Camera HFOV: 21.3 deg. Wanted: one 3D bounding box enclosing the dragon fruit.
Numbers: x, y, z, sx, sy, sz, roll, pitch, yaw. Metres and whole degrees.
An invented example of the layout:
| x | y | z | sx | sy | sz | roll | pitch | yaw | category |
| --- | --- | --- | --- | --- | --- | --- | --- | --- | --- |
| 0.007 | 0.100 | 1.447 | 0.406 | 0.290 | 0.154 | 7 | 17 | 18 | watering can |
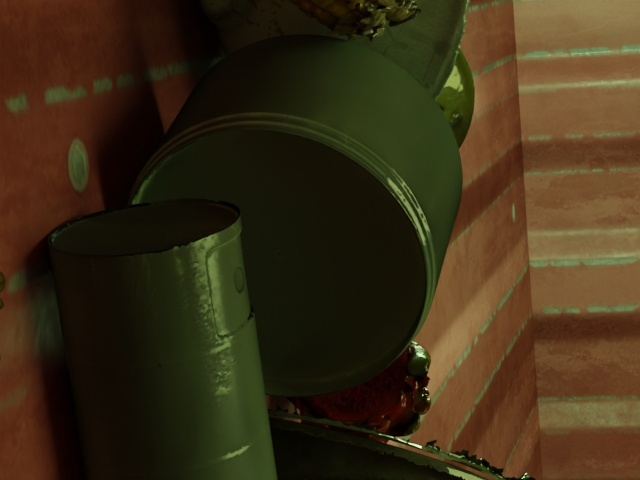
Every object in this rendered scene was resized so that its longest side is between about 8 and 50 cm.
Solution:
| x | y | z | sx | sy | sz | roll | pitch | yaw | category |
| --- | --- | --- | --- | --- | --- | --- | --- | --- | --- |
| 0.031 | 0.114 | 1.591 | 0.207 | 0.133 | 0.150 | -103 | -173 | -63 | dragon fruit |

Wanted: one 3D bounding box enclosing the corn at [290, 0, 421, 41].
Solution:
| x | y | z | sx | sy | sz | roll | pitch | yaw | category |
| --- | --- | --- | --- | --- | --- | --- | --- | --- | --- |
| -0.044 | -0.267 | 1.194 | 0.318 | 0.115 | 0.115 | 45 | 29 | -12 | corn |

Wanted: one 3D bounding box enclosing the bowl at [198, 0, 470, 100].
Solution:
| x | y | z | sx | sy | sz | roll | pitch | yaw | category |
| --- | --- | --- | --- | --- | --- | --- | --- | --- | --- |
| -0.012 | -0.218 | 1.379 | 0.313 | 0.146 | 0.313 | -24 | -118 | 58 | bowl |

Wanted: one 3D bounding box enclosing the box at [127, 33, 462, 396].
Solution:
| x | y | z | sx | sy | sz | roll | pitch | yaw | category |
| --- | --- | --- | --- | --- | --- | --- | --- | --- | --- |
| -0.019 | -0.017 | 1.235 | 0.149 | 0.226 | 0.226 | -67 | 151 | -57 | box |

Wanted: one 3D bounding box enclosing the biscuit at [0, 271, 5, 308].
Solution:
| x | y | z | sx | sy | sz | roll | pitch | yaw | category |
| --- | --- | --- | --- | --- | --- | --- | --- | --- | --- |
| -0.221 | 0.025 | 0.743 | 0.259 | 0.079 | 0.259 | -3 | 90 | -75 | biscuit |

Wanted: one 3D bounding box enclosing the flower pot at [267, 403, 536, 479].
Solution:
| x | y | z | sx | sy | sz | roll | pitch | yaw | category |
| --- | --- | --- | --- | --- | --- | --- | --- | --- | --- |
| 0.000 | 0.277 | 1.270 | 0.290 | 0.290 | 0.259 | 54 | 50 | -65 | flower pot |

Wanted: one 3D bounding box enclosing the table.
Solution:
| x | y | z | sx | sy | sz | roll | pitch | yaw | category |
| --- | --- | --- | --- | --- | --- | --- | --- | --- | --- |
| -0.100 | 0.095 | 1.106 | 0.126 | 0.126 | 0.220 | -53 | 138 | -68 | table |

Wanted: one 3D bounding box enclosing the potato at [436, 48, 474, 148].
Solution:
| x | y | z | sx | sy | sz | roll | pitch | yaw | category |
| --- | --- | --- | --- | --- | --- | --- | --- | --- | --- |
| 0.045 | -0.142 | 1.574 | 0.228 | 0.149 | 0.197 | 52 | -13 | 46 | potato |
